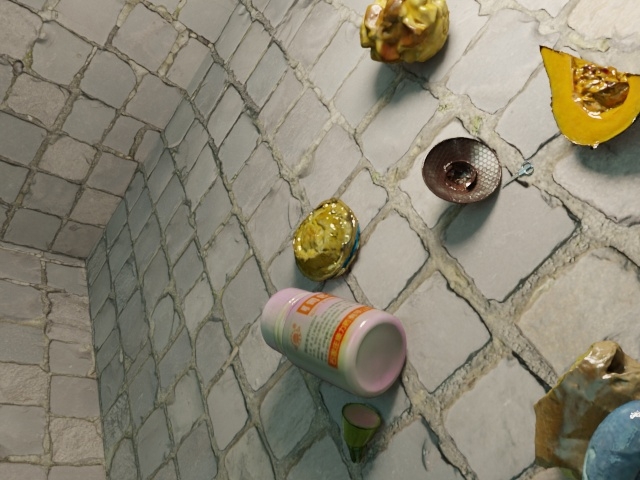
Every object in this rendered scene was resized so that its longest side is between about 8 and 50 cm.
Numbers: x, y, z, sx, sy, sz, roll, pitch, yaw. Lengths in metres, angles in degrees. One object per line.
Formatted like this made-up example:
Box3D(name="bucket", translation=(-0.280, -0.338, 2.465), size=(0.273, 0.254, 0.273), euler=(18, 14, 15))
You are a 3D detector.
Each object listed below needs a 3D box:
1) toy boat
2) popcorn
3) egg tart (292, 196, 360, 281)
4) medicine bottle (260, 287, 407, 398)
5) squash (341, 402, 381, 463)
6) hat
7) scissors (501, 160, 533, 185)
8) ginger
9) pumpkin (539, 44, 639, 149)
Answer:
Box3D(name="toy boat", translation=(0.510, 0.409, 0.762), size=(0.215, 0.123, 0.330), euler=(1, 87, 19))
Box3D(name="popcorn", translation=(0.242, -0.635, 1.507), size=(0.264, 0.225, 0.332), euler=(-29, 32, 24))
Box3D(name="egg tart", translation=(0.000, 0.000, 1.589), size=(0.290, 0.107, 0.291), euler=(-21, 60, 43))
Box3D(name="medicine bottle", translation=(0.022, 0.257, 1.378), size=(0.388, 0.219, 0.219), euler=(10, 82, 51))
Box3D(name="squash", translation=(0.092, 0.498, 1.316), size=(0.105, 0.105, 0.132), euler=(35, 120, 49))
Box3D(name="hat", translation=(0.349, -0.160, 1.293), size=(0.193, 0.082, 0.193), euler=(-2, 67, 6))
Box3D(name="scissors", translation=(0.463, -0.154, 1.212), size=(0.083, 0.006, 0.036), euler=(-41, 50, 30))
Box3D(name="ginger", translation=(0.496, 0.318, 0.901), size=(0.276, 0.130, 0.221), euler=(-49, 55, 22))
Box3D(name="pumpkin", translation=(0.567, -0.296, 1.097), size=(0.278, 0.111, 0.163), euler=(47, 126, 45))
